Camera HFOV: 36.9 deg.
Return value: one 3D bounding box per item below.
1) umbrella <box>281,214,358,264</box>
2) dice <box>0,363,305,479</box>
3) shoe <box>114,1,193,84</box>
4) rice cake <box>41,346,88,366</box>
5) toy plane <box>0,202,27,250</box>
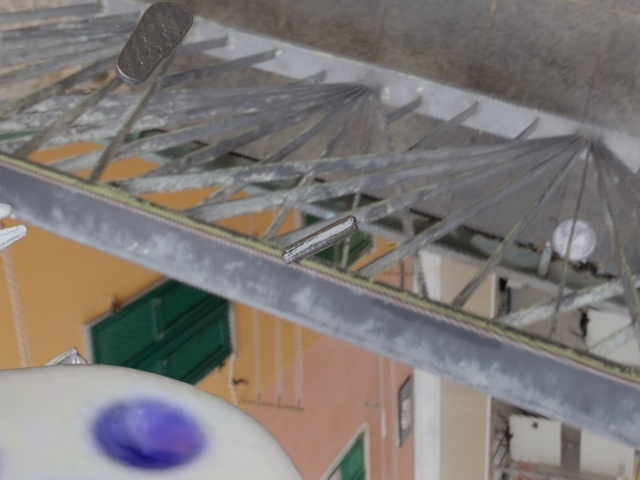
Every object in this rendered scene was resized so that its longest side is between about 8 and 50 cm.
[{"bbox_3d":[0.001,0.001,1.515,0.133,0.031,0.036,-26,112,-3],"label":"umbrella"},{"bbox_3d":[-0.158,0.269,0.574,0.304,0.304,0.277,47,133,51],"label":"dice"},{"bbox_3d":[-0.263,-0.300,1.478,0.071,0.179,0.049,33,146,-9],"label":"shoe"},{"bbox_3d":[-0.378,0.198,1.171,0.036,0.206,0.047,56,160,0],"label":"rice cake"},{"bbox_3d":[-0.622,0.042,1.569,0.212,0.088,0.267,22,94,-17],"label":"toy plane"}]
